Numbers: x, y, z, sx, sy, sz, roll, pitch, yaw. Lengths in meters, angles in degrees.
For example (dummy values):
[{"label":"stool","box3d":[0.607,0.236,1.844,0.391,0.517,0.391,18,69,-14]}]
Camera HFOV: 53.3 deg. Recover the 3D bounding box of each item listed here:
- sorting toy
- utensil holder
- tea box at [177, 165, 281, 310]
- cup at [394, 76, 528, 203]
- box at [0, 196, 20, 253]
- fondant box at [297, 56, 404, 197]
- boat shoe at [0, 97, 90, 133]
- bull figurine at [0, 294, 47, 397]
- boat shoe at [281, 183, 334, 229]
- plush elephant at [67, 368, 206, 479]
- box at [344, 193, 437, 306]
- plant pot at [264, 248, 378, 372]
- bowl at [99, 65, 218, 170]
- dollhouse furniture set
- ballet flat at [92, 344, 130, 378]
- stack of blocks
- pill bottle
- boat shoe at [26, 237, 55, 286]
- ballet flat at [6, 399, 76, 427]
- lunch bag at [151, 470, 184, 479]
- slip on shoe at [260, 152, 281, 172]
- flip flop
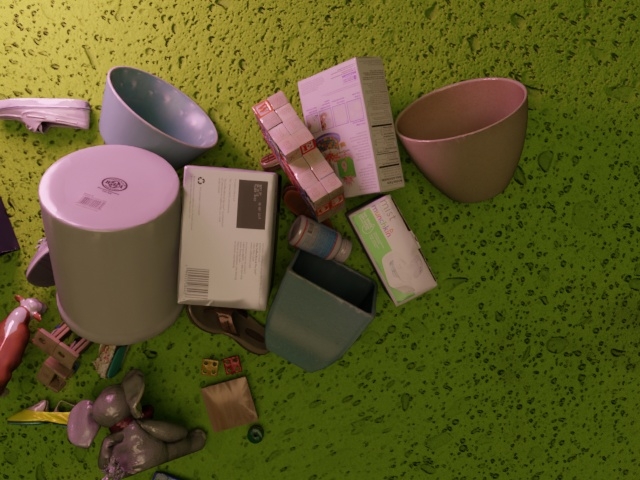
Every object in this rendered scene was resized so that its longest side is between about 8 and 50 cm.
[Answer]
[{"label":"sorting toy","box3d":[-0.256,0.448,1.800,0.132,0.046,0.274,-16,95,1]},{"label":"utensil holder","box3d":[-0.489,0.009,1.545,0.328,0.327,0.385,10,133,-1]},{"label":"tea box","box3d":[-0.220,-0.017,1.622,0.220,0.323,0.328,5,94,-1]},{"label":"cup","box3d":[0.379,-0.236,1.635,0.331,0.331,0.237,-21,120,2]},{"label":"box","box3d":[-1.026,0.010,1.631,0.343,0.312,0.178,-18,94,1]},{"label":"fondant box","box3d":[0.075,-0.279,1.646,0.096,0.238,0.330,-13,95,-38]},{"label":"boat shoe","box3d":[-0.756,-0.331,1.717,0.268,0.096,0.088,-1,90,-8]},{"label":"bull figurine","box3d":[-0.836,0.294,1.700,0.101,0.310,0.188,22,130,-9]},{"label":"boat shoe","box3d":[-0.030,-0.072,1.743,0.073,0.073,0.207,-35,115,5]},{"label":"plush elephant","box3d":[-0.513,0.493,1.709,0.272,0.330,0.255,-23,76,9]},{"label":"box","box3d":[0.181,0.017,1.673,0.127,0.231,0.262,-28,95,2]},{"label":"plant pot","box3d":[-0.020,0.195,1.690,0.247,0.248,0.252,30,108,-3]},{"label":"bowl","box3d":[-0.437,-0.284,1.638,0.311,0.311,0.163,39,112,-3]},{"label":"dollhouse furniture set","box3d":[-0.716,0.299,1.768,0.129,0.129,0.183,37,123,-3]},{"label":"ballet flat","box3d":[-0.563,0.269,1.771,0.077,0.091,0.241,29,91,20]},{"label":"stack of blocks","box3d":[-0.052,-0.209,1.613,0.087,0.171,0.297,-30,68,-6]},{"label":"pill bottle","box3d":[0.000,0.000,1.694,0.160,0.087,0.087,24,94,-19]},{"label":"boat shoe","box3d":[-0.681,-0.006,1.742,0.320,0.103,0.118,-49,136,7]},{"label":"ballet flat","box3d":[-0.758,0.489,1.798,0.231,0.077,0.077,6,74,-3]},{"label":"lunch bag","box3d":[-0.434,0.746,1.806,0.129,0.096,0.151,19,80,1]},{"label":"slip on shoe","box3d":[-0.097,-0.227,1.749,0.135,0.051,0.041,-27,134,-6]},{"label":"flip flop","box3d":[-0.234,0.219,1.723,0.277,0.112,0.080,34,139,-18]}]
